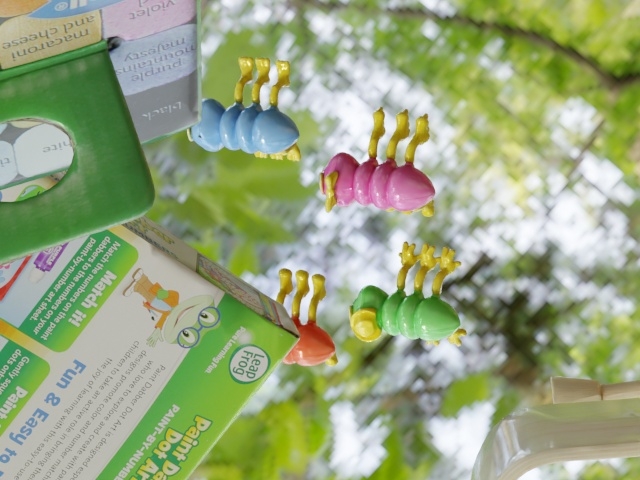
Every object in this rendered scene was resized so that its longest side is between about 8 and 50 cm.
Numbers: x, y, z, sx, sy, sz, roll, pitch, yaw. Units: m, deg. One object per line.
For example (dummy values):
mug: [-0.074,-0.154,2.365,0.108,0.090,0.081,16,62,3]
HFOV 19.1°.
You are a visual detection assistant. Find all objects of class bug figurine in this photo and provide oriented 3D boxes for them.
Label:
bug figurine: [0.000,0.000,1.456,0.216,0.279,0.072,4,-149,25]

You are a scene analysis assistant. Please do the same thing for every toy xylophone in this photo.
toy xylophone: [0.225,0.125,1.030,0.236,0.323,0.081,-33,-62,-76]

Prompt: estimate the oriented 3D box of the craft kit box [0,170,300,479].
craft kit box: [-0.182,0.077,1.030,0.247,0.250,0.061,35,-171,-22]

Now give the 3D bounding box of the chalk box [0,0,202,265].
chalk box: [-0.152,-0.127,0.737,0.180,0.179,0.289,-18,-115,-12]
